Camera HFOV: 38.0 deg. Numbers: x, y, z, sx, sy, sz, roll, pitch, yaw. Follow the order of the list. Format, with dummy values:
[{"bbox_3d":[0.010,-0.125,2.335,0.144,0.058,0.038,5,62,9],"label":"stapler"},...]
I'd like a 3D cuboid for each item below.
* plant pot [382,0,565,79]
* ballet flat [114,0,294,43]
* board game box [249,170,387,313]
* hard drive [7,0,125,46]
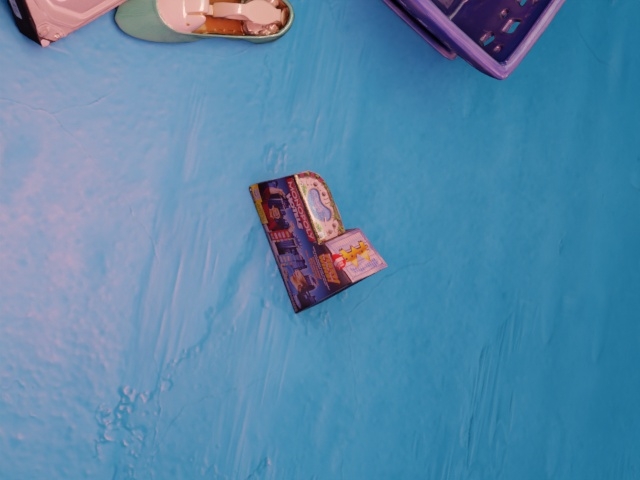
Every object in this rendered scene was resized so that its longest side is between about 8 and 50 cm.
[{"bbox_3d":[0.209,-0.395,1.331,0.236,0.212,0.236,36,92,-21],"label":"plant pot"},{"bbox_3d":[-0.143,-0.305,1.225,0.247,0.087,0.083,-4,90,-29],"label":"ballet flat"},{"bbox_3d":[0.000,0.000,1.224,0.060,0.194,0.194,-24,99,-28],"label":"board game box"},{"bbox_3d":[-0.245,-0.414,1.116,0.339,0.064,0.237,-40,145,-26],"label":"hard drive"}]
